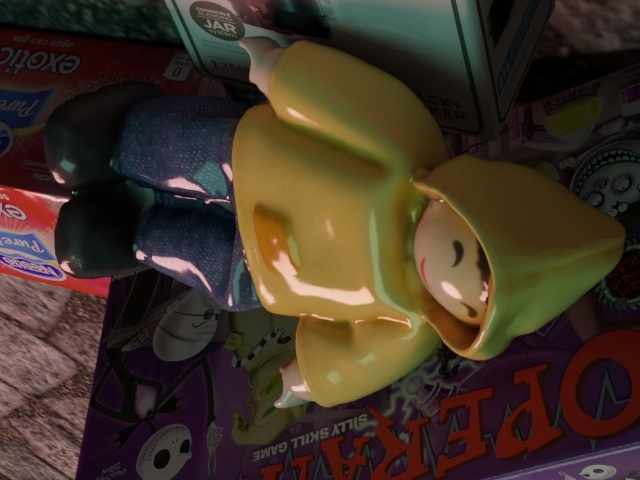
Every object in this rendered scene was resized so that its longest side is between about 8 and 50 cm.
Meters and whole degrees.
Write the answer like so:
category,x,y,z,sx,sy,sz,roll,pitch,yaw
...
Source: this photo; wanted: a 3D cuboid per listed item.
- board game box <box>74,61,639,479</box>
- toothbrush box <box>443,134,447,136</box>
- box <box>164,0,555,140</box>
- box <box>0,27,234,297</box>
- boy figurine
category,x,y,z,sx,sy,sz,roll,pitch,yaw
board game box,0.024,0.053,0.725,0.346,0.208,0.056,-20,142,28
toothbrush box,0.111,0.060,0.777,0.295,0.216,0.126,0,146,42
box,-0.006,-0.175,0.594,0.169,0.087,0.290,14,152,25
box,-0.176,-0.051,0.948,0.256,0.123,0.128,11,151,29
boy figurine,0.000,0.000,0.652,0.285,0.092,0.177,15,113,40
